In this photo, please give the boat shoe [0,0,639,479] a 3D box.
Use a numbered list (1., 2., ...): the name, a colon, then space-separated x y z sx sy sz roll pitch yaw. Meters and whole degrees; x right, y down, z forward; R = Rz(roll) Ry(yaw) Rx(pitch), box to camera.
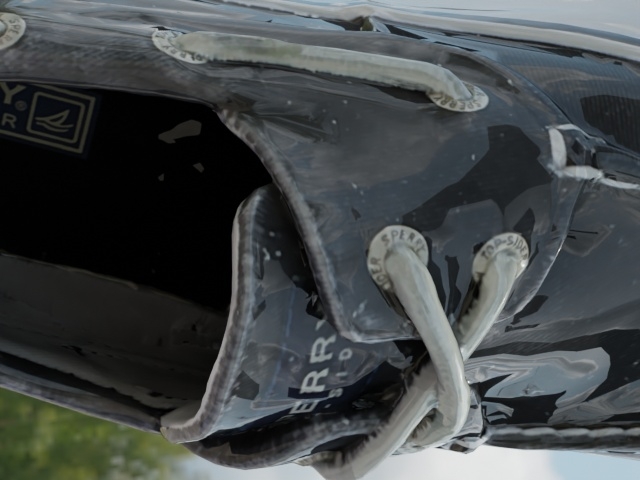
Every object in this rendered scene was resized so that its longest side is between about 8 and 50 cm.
1. boat shoe: 0.000 0.000 0.350 0.102 0.301 0.108 -80 -172 -56
